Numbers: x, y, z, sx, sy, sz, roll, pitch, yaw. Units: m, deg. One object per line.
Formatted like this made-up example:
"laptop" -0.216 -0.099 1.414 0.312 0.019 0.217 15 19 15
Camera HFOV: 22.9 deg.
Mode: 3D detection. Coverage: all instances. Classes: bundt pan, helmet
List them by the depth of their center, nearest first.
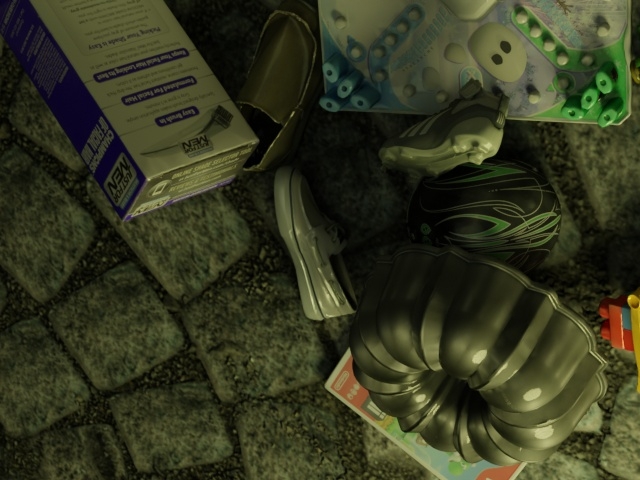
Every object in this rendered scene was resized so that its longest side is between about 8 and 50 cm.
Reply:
"bundt pan" 0.176 0.158 1.918 0.330 0.124 0.331 22 147 15
"helmet" 0.205 -0.023 1.919 0.161 0.169 0.169 11 118 44

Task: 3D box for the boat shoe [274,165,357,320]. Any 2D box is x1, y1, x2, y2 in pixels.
"boat shoe" 0.000 0.000 2.095 0.075 0.083 0.226 -5 121 18

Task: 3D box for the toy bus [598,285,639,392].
"toy bus" 0.435 0.134 1.873 0.211 0.149 0.220 8 118 41

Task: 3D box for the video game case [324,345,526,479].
"video game case" 0.161 0.213 2.122 0.285 0.025 0.204 37 124 9

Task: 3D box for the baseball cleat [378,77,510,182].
"baseball cleat" 0.154 -0.132 1.873 0.072 0.109 0.206 36 157 -30

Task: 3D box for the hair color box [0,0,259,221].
"hair color box" -0.252 -0.207 2.015 0.339 0.185 0.110 55 140 16

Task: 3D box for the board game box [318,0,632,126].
"board game box" 0.166 -0.326 1.847 0.389 0.050 0.390 5 113 23

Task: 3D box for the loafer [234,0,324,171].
"loafer" -0.053 -0.189 2.024 0.094 0.087 0.251 24 121 18

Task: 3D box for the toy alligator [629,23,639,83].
"toy alligator" 0.397 -0.157 1.808 0.056 0.051 0.190 -16 103 34
